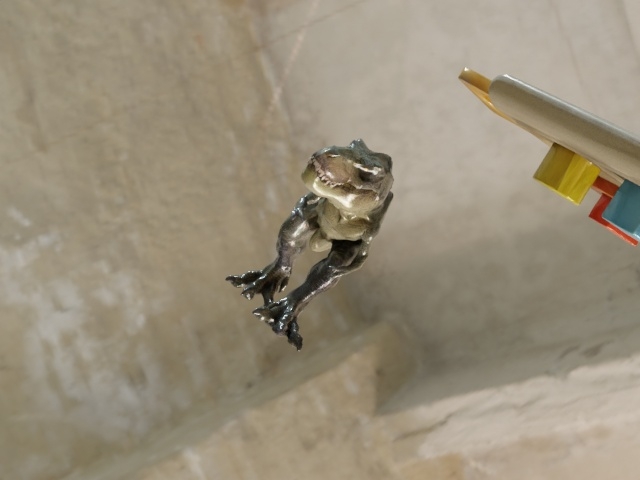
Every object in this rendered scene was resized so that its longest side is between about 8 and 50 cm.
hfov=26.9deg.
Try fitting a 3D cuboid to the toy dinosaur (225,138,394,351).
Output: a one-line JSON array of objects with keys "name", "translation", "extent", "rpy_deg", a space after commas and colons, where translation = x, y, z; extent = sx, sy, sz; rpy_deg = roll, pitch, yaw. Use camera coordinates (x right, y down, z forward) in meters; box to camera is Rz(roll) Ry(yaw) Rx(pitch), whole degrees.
[{"name": "toy dinosaur", "translation": [0.000, 0.000, 0.821], "extent": [0.064, 0.268, 0.118], "rpy_deg": [39, -91, 0]}]

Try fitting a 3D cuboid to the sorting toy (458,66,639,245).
[{"name": "sorting toy", "translation": [0.209, -0.023, 0.890], "extent": [0.047, 0.196, 0.347], "rpy_deg": [-55, -142, 2]}]
